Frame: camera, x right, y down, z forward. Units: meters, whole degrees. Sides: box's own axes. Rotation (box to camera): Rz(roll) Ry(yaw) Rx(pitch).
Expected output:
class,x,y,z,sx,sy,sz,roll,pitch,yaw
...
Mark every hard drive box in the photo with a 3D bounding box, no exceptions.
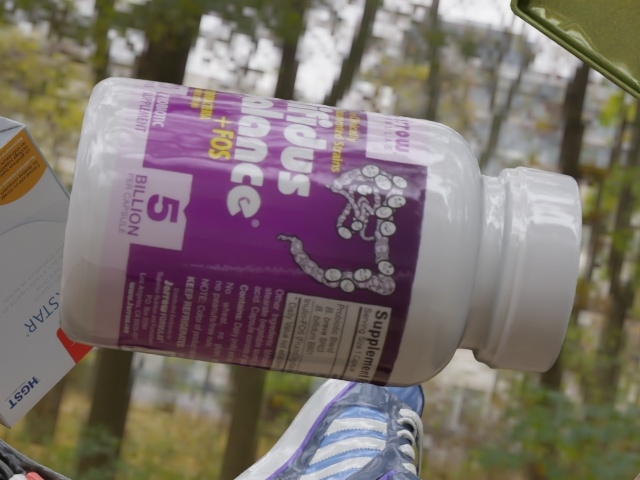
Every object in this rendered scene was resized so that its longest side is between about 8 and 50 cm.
class,x,y,z,sx,sy,sz,roll,pitch,yaw
hard drive box,-0.304,0.026,1.674,0.089,0.181,0.232,19,-32,45

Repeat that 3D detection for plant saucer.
class,x,y,z,sx,sy,sz,roll,pitch,yaw
plant saucer,0.281,-0.239,1.707,0.188,0.188,0.045,33,-17,-14

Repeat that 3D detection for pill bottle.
class,x,y,z,sx,sy,sz,roll,pitch,yaw
pill bottle,0.000,0.000,1.110,0.302,0.169,0.169,8,-4,-4

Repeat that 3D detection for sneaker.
class,x,y,z,sx,sy,sz,roll,pitch,yaw
sneaker,0.070,0.230,1.551,0.236,0.130,0.323,15,34,31

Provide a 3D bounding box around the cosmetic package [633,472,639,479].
class,x,y,z,sx,sy,sz,roll,pitch,yaw
cosmetic package,0.299,0.306,1.282,0.129,0.153,0.296,21,28,-26

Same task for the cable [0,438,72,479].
class,x,y,z,sx,sy,sz,roll,pitch,yaw
cable,-0.232,0.147,1.274,0.139,0.287,0.072,-14,-27,-51
